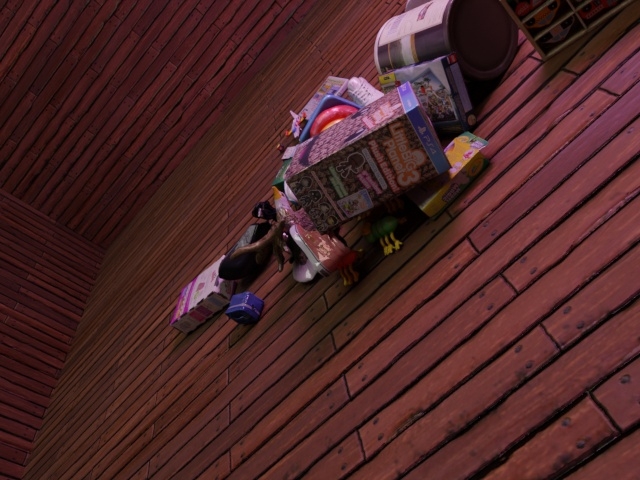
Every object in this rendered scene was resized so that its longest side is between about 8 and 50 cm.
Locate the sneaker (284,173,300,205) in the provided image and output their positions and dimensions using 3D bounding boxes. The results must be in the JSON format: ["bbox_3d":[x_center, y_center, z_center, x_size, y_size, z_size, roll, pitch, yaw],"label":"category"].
[{"bbox_3d":[-0.033,-0.206,1.562,0.092,0.087,0.228,-11,50,51],"label":"sneaker"}]

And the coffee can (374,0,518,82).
[{"bbox_3d":[0.283,-0.457,1.226,0.201,0.202,0.275,-58,26,-9],"label":"coffee can"}]

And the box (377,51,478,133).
[{"bbox_3d":[0.234,-0.319,1.183,0.044,0.159,0.233,-33,21,-20],"label":"box"}]

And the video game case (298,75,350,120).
[{"bbox_3d":[0.012,-0.518,1.937,0.193,0.023,0.212,-51,26,5],"label":"video game case"}]

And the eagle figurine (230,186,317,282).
[{"bbox_3d":[-0.059,-0.046,1.346,0.227,0.225,0.298,12,22,22],"label":"eagle figurine"}]

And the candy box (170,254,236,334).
[{"bbox_3d":[-0.359,0.171,1.642,0.233,0.071,0.159,-37,30,31],"label":"candy box"}]

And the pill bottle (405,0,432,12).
[{"bbox_3d":[0.343,-0.747,1.537,0.153,0.153,0.264,-16,44,51],"label":"pill bottle"}]

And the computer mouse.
[{"bbox_3d":[-0.191,0.018,1.512,0.272,0.072,0.188,-54,-16,8],"label":"computer mouse"}]

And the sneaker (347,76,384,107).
[{"bbox_3d":[0.126,-0.415,1.523,0.090,0.115,0.232,-48,27,10],"label":"sneaker"}]

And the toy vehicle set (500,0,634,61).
[{"bbox_3d":[0.486,-0.474,0.958,0.267,0.166,0.035,-33,33,35],"label":"toy vehicle set"}]

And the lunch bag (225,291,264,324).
[{"bbox_3d":[-0.197,0.181,1.373,0.098,0.067,0.065,-21,41,45],"label":"lunch bag"}]

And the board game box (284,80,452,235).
[{"bbox_3d":[0.095,-0.175,1.093,0.291,0.141,0.232,-27,22,16],"label":"board game box"}]

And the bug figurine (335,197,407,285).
[{"bbox_3d":[0.097,-0.046,1.172,0.216,0.072,0.278,-28,35,40],"label":"bug figurine"}]

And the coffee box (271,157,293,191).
[{"bbox_3d":[-0.078,-0.227,1.709,0.184,0.040,0.113,-14,45,51],"label":"coffee box"}]

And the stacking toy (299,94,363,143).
[{"bbox_3d":[0.073,-0.228,1.371,0.175,0.166,0.301,-56,33,29],"label":"stacking toy"}]

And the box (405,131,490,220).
[{"bbox_3d":[0.258,-0.134,1.054,0.179,0.043,0.105,-49,26,12],"label":"box"}]

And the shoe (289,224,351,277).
[{"bbox_3d":[0.000,0.000,1.126,0.081,0.063,0.178,-45,40,7],"label":"shoe"}]

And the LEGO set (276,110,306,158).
[{"bbox_3d":[-0.093,-0.381,1.879,0.182,0.060,0.244,-63,25,-7],"label":"LEGO set"}]
